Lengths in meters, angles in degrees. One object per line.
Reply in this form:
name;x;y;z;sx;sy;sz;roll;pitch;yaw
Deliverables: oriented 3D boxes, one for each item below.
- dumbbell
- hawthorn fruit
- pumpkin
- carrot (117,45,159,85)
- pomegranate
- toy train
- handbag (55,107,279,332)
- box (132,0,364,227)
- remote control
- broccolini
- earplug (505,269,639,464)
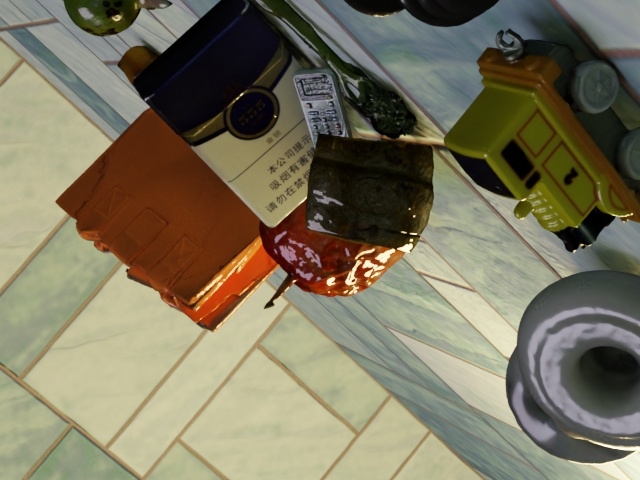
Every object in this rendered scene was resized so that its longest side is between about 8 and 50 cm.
dumbbell;0.067;-0.206;0.967;0.099;0.099;0.208;46;168;-33
hawthorn fruit;0.000;0.000;1.801;0.207;0.243;0.207;37;169;9
pumpkin;0.076;-0.054;1.556;0.126;0.131;0.248;7;-174;17
carrot;-0.214;-0.219;2.179;0.260;0.070;0.070;39;171;3
pomegranate;-0.263;-0.324;1.759;0.161;0.122;0.122;10;164;11
toy train;0.185;-0.070;1.058;0.219;0.127;0.089;47;170;-31
handbag;-0.238;-0.047;2.365;0.410;0.303;0.116;34;164;37
box;-0.082;-0.154;1.616;0.259;0.168;0.071;45;-176;-38
remote control;0.005;-0.151;1.588;0.053;0.018;0.124;0;131;20
broccolini;0.001;-0.195;1.455;0.254;0.057;0.071;39;129;-11
earplug;0.313;0.136;1.478;0.214;0.175;0.325;33;161;8
